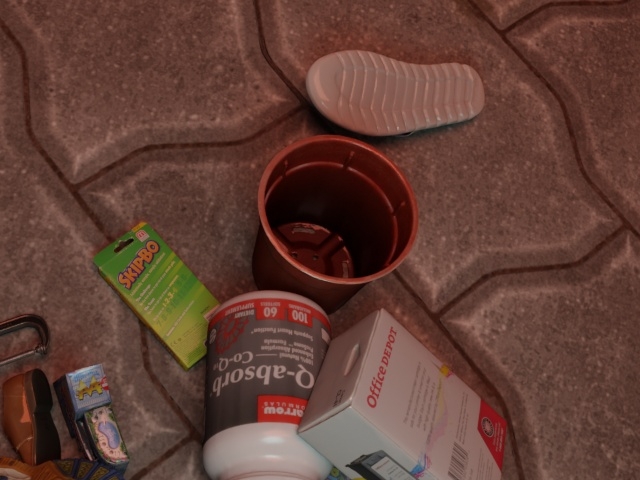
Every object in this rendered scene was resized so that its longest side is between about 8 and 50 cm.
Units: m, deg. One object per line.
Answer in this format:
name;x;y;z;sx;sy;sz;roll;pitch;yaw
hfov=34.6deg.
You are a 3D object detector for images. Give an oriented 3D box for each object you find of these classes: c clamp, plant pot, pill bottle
c clamp;-0.514;0.184;1.687;0.161;0.022;0.137;-25;49;-25
plant pot;0.000;0.000;1.791;0.273;0.265;0.272;6;64;-13
pill bottle;-0.081;0.279;1.635;0.210;0.210;0.362;7;52;-12

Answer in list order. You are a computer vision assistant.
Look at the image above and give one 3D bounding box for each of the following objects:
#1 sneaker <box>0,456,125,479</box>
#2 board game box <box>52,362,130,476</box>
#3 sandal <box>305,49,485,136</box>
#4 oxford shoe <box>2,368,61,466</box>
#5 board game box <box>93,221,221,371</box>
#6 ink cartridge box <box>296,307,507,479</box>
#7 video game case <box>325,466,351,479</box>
sneaker;-0.413;0.403;1.539;0.297;0.130;0.112;3;18;17
board game box;-0.360;0.274;1.607;0.060;0.194;0.194;-17;71;-22
sandal;0.146;-0.280;2.061;0.416;0.102;0.169;0;80;-29
oxford shoe;-0.466;0.317;1.642;0.076;0.076;0.212;-17;71;11
board game box;-0.273;0.095;1.804;0.124;0.039;0.259;-39;83;-27
ink cartridge box;0.136;0.290;1.584;0.306;0.131;0.226;42;37;-14
video game case;0.020;0.391;1.756;0.166;0.015;0.119;28;62;-1
